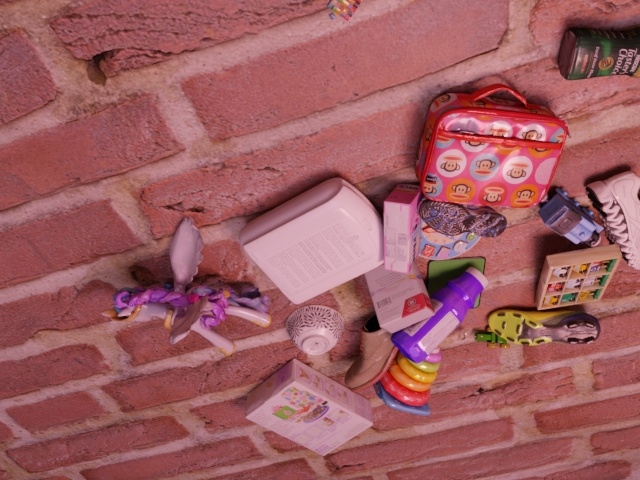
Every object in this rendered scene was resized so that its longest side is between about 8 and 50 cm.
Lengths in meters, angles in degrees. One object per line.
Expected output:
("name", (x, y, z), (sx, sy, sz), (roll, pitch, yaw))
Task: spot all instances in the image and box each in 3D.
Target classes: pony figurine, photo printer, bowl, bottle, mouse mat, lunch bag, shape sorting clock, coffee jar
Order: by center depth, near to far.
("coffee jar", (0.572, -0.366, 1.161), (0.184, 0.079, 0.096), (-2, 129, 0))
("lunch bag", (0.364, -0.205, 1.270), (0.292, 0.120, 0.258), (4, 125, -6))
("photo printer", (0.000, 0.000, 1.427), (0.307, 0.107, 0.256), (-27, 124, 19))
("shape sorting clock", (0.302, -0.034, 1.448), (0.206, 0.040, 0.206), (-1, 129, -1))
("pony figurine", (-0.312, 0.156, 1.475), (0.363, 0.303, 0.351), (20, 136, -35))
("bottle", (0.308, 0.186, 1.513), (0.283, 0.118, 0.092), (-43, 99, -9))
("mouse mat", (0.360, 0.119, 1.594), (0.152, 0.007, 0.190), (-3, 129, 1))
("bowl", (-0.014, 0.267, 1.659), (0.169, 0.080, 0.170), (0, 128, 0))

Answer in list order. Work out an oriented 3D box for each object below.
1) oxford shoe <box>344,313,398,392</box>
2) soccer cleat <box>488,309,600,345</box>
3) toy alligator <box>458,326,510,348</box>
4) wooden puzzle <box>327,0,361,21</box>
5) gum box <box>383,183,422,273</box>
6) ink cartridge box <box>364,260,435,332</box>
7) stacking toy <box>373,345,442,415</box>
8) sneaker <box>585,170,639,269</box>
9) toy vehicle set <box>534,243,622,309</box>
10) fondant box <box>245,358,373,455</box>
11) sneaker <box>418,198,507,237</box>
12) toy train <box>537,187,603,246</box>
("oxford shoe", (0.150, 0.281, 1.658), (0.130, 0.123, 0.348), (27, 113, -17))
("soccer cleat", (0.613, 0.235, 1.636), (0.288, 0.121, 0.094), (2, 100, 18))
("toy alligator", (0.479, 0.278, 1.698), (0.189, 0.056, 0.051), (4, 169, -4))
("wooden puzzle", (0.047, -0.453, 1.129), (0.049, 0.006, 0.083), (28, 123, -21))
("gum box", (0.193, -0.024, 1.382), (0.062, 0.107, 0.189), (10, 121, 22))
("ink cartridge box", (0.194, 0.122, 1.481), (0.127, 0.175, 0.072), (-27, 147, 20))
("stacking toy", (0.287, 0.334, 1.690), (0.165, 0.175, 0.302), (19, 115, -19))
("sneaker", (0.740, -0.043, 1.414), (0.118, 0.110, 0.292), (-32, 124, 12))
("toy vehicle set", (0.644, 0.099, 1.503), (0.165, 0.035, 0.267), (-11, 150, 8))
("fondant box", (-0.033, 0.530, 1.861), (0.330, 0.096, 0.238), (34, 121, -26))
("sneaker", (0.318, -0.057, 1.365), (0.211, 0.081, 0.080), (12, 115, -14))
("toy train", (0.590, -0.048, 1.400), (0.184, 0.105, 0.080), (30, 123, -22))
